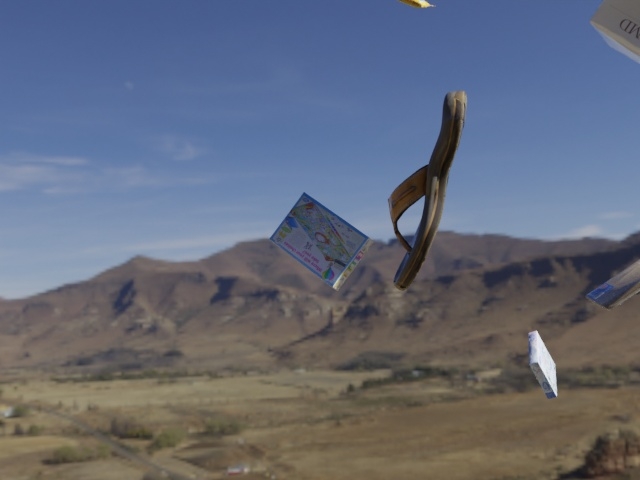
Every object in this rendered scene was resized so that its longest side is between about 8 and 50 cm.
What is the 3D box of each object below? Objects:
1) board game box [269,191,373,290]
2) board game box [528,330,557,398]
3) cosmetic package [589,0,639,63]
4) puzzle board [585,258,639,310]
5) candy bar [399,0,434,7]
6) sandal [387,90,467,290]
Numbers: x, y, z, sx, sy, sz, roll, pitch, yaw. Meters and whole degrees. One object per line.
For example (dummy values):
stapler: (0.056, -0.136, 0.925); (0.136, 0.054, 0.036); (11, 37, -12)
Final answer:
board game box: (0.000, 0.000, 1.454); (0.154, 0.103, 0.026); (37, -1, 28)
board game box: (0.409, 0.229, 1.583); (0.020, 0.090, 0.090); (-20, 26, 24)
cosmetic package: (0.694, -0.486, 1.437); (0.230, 0.453, 0.161); (41, 17, 27)
puzzle board: (0.374, 0.050, 1.034); (0.096, 0.011, 0.128); (-36, -2, 6)
candy bar: (0.142, -0.475, 1.650); (0.161, 0.018, 0.040); (29, 31, 20)
sandal: (0.106, -0.056, 0.919); (0.060, 0.219, 0.090); (15, 14, 6)
